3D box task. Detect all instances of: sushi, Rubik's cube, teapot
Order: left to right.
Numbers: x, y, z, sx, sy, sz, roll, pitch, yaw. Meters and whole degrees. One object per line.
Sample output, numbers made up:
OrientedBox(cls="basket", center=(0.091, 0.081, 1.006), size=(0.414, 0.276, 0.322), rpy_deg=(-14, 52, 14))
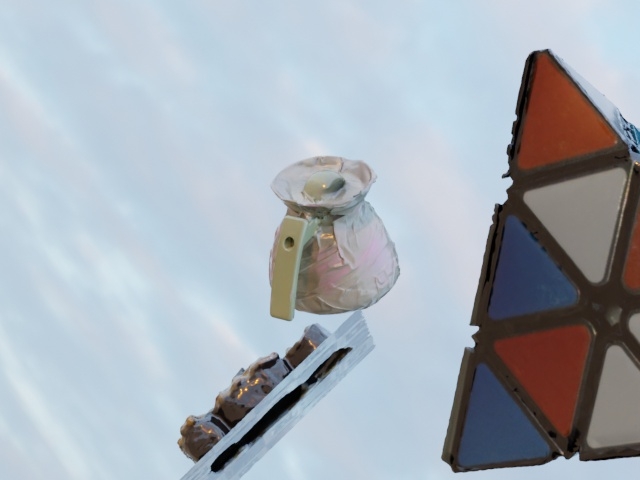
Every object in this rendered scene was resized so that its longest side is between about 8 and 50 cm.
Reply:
OrientedBox(cls="sushi", center=(-0.054, 0.128, 1.472), size=(0.050, 0.215, 0.192), rpy_deg=(45, -6, 13))
OrientedBox(cls="teapot", center=(0.000, 0.000, 0.861), size=(0.064, 0.083, 0.064), rpy_deg=(11, -56, 28))
OrientedBox(cls="Rubik's cube", center=(0.174, 0.066, 1.145), size=(0.284, 0.234, 0.250), rpy_deg=(51, 18, 15))
